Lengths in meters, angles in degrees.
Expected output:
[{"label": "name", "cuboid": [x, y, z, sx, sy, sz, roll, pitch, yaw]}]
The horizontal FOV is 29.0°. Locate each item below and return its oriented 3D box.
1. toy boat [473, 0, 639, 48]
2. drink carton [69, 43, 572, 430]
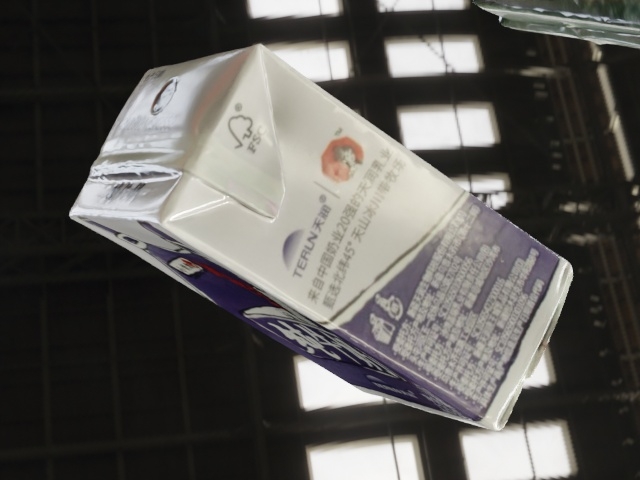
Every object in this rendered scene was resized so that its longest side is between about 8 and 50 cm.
[{"label": "toy boat", "cuboid": [0.186, -0.125, 0.420, 0.319, 0.092, 0.141, 20, -80, 42]}, {"label": "drink carton", "cuboid": [0.000, 0.000, 0.639, 0.222, 0.134, 0.102, 34, -102, -26]}]
